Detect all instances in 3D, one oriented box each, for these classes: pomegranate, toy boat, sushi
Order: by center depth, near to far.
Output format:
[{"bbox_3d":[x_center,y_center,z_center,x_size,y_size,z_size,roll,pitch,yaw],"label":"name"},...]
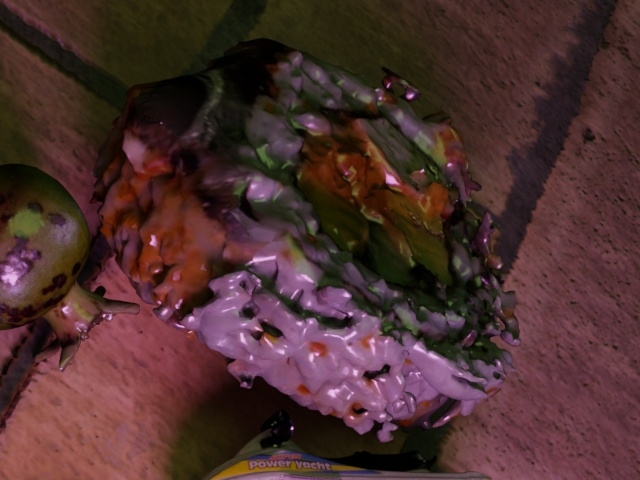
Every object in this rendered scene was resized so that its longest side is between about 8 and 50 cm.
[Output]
[{"bbox_3d":[-0.250,0.020,1.645,0.148,0.148,0.169,-55,134,-38],"label":"pomegranate"},{"bbox_3d":[0.008,0.215,1.672,0.269,0.141,0.140,17,57,-18],"label":"toy boat"},{"bbox_3d":[0.003,0.003,1.734,0.417,0.176,0.417,28,34,-21],"label":"sushi"}]
